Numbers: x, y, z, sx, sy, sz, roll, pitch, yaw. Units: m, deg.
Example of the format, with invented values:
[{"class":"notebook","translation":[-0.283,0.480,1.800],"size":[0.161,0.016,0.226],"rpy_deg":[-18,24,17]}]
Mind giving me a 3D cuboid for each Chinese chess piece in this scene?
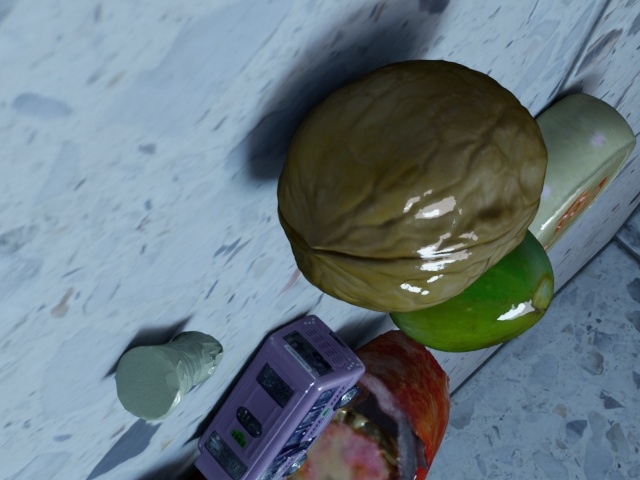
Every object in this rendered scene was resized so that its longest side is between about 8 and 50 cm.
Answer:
[{"class":"Chinese chess piece","translation":[0.284,-0.064,1.350],"size":[0.273,0.102,0.273],"rpy_deg":[-41,164,-15]}]

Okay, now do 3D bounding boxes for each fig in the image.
[{"class":"fig","translation":[0.171,0.044,1.190],"size":[0.181,0.191,0.181],"rpy_deg":[-13,109,-41]}]

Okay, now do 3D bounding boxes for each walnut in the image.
[{"class":"walnut","translation":[0.060,-0.037,0.719],"size":[0.207,0.167,0.167],"rpy_deg":[-29,158,-41]}]

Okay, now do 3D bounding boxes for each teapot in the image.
[{"class":"teapot","translation":[-0.116,0.099,0.808],"size":[0.067,0.057,0.083],"rpy_deg":[-11,-174,27]}]

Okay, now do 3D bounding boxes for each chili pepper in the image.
[{"class":"chili pepper","translation":[0.049,0.246,1.394],"size":[0.305,0.229,0.251],"rpy_deg":[-40,139,-70]}]

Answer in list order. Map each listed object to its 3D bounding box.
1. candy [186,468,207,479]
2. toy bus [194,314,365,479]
[{"class":"candy","translation":[-0.136,0.320,1.257],"size":[0.292,0.059,0.086],"rpy_deg":[-47,127,7]},{"class":"toy bus","translation":[-0.047,0.181,1.113],"size":[0.108,0.096,0.199],"rpy_deg":[-15,144,-55]}]
